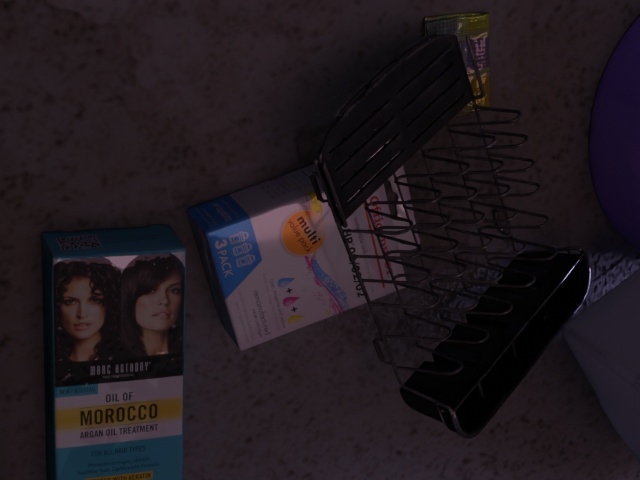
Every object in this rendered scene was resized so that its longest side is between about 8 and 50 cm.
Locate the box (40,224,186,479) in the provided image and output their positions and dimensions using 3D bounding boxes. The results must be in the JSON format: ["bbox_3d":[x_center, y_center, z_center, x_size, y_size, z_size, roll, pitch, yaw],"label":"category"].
[{"bbox_3d":[-0.158,0.114,0.931,0.100,0.060,0.244,-4,109,-19],"label":"box"}]

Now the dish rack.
[{"bbox_3d":[0.102,-0.013,0.929,0.208,0.074,0.271,-45,126,-35],"label":"dish rack"}]

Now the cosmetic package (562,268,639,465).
[{"bbox_3d":[0.451,0.045,0.981,0.453,0.161,0.230,-36,117,-5],"label":"cosmetic package"}]

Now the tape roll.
[{"bbox_3d":[0.371,-0.094,1.042,0.275,0.090,0.275,-7,110,-19],"label":"tape roll"}]

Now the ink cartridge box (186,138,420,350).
[{"bbox_3d":[0.000,0.000,0.950,0.181,0.061,0.104,-21,115,-14],"label":"ink cartridge box"}]

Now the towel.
[{"bbox_3d":[0.109,-0.139,0.972,0.060,0.009,0.083,-9,111,-17],"label":"towel"}]
